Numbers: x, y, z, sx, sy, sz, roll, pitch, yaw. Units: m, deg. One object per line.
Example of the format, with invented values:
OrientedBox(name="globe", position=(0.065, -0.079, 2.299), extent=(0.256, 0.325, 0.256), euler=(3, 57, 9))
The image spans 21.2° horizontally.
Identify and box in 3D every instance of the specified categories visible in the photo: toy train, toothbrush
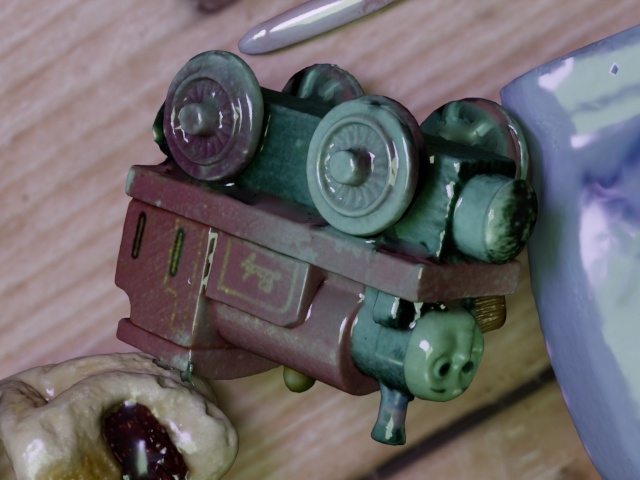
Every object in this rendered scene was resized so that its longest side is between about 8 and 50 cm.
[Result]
OrientedBox(name="toy train", position=(0.000, 0.000, 1.117), extent=(0.304, 0.150, 0.221), euler=(19, 103, 40))
OrientedBox(name="toothbrush", position=(0.083, -0.191, 1.194), extent=(0.307, 0.029, 0.025), euler=(-21, 100, 9))

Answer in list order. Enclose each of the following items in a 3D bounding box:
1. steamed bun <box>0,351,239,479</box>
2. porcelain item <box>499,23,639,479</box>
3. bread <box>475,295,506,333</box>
OrientedBox(name="steamed bun", position=(-0.138, 0.148, 1.201), extent=(0.155, 0.172, 0.141), euler=(-20, 103, -9))
OrientedBox(name="porcelain item", position=(0.270, 0.053, 1.120), extent=(0.242, 0.178, 0.405), euler=(-23, 87, 10))
OrientedBox(name="bread", position=(0.095, 0.030, 1.188), extent=(0.053, 0.085, 0.085), euler=(-17, 93, 0))
